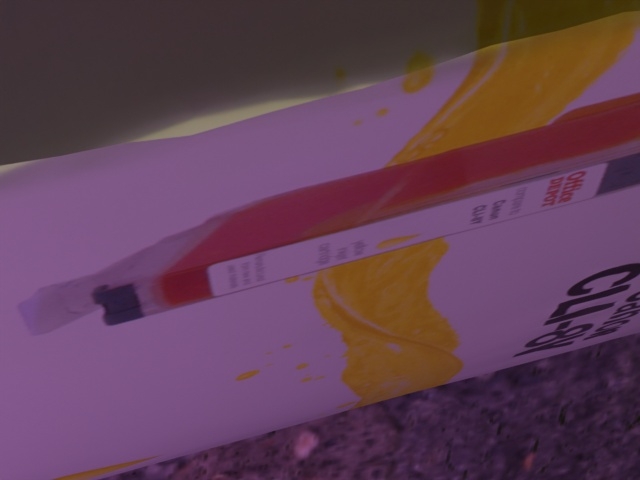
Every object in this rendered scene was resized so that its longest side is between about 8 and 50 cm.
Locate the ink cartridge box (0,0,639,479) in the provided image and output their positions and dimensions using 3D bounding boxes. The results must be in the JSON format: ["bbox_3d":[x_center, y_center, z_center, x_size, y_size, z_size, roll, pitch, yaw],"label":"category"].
[{"bbox_3d":[-0.022,-0.053,0.481,0.384,0.160,0.279,-15,163,-10],"label":"ink cartridge box"}]
